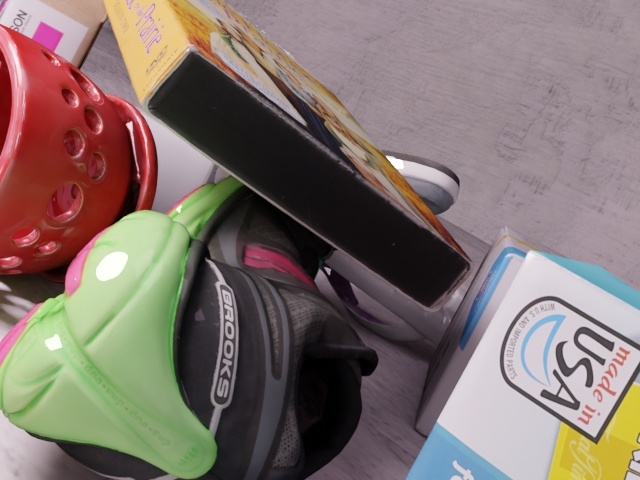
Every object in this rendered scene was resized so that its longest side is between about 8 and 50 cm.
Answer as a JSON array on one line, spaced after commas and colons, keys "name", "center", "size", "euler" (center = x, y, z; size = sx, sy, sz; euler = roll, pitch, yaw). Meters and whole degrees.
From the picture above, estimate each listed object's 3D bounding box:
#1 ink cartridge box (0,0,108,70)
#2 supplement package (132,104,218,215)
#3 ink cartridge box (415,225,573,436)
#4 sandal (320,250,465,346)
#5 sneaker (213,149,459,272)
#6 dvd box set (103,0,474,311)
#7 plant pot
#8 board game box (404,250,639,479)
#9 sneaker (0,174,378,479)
[{"name": "ink cartridge box", "center": [-0.312, -0.171, 1.049], "size": [0.088, 0.234, 0.193], "euler": [28, 7, -23]}, {"name": "supplement package", "center": [-0.190, -0.091, 1.354], "size": [0.179, 0.105, 0.105], "euler": [32, 10, 30]}, {"name": "ink cartridge box", "center": [0.236, 0.124, 1.081], "size": [0.197, 0.198, 0.270], "euler": [27, 10, 5]}, {"name": "sandal", "center": [0.079, 0.066, 1.304], "size": [0.416, 0.102, 0.169], "euler": [39, 24, -5]}, {"name": "sneaker", "center": [0.000, 0.000, 1.119], "size": [0.295, 0.178, 0.124], "euler": [-1, -25, 26]}, {"name": "dvd box set", "center": [-0.053, -0.129, 0.925], "size": [0.307, 0.062, 0.420], "euler": [36, 13, -29]}, {"name": "plant pot", "center": [-0.237, -0.061, 0.823], "size": [0.191, 0.191, 0.174], "euler": [34, 9, 38]}, {"name": "board game box", "center": [0.156, 0.193, 0.323], "size": [0.336, 0.254, 0.079], "euler": [33, 12, 33]}, {"name": "sneaker", "center": [-0.068, 0.076, 0.722], "size": [0.202, 0.185, 0.483], "euler": [45, 12, -2]}]
